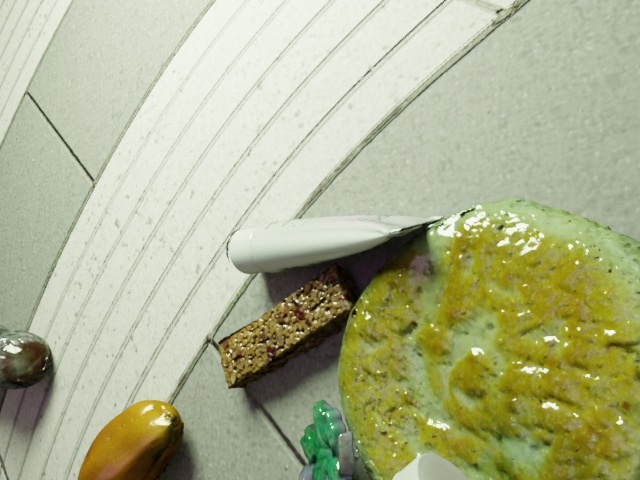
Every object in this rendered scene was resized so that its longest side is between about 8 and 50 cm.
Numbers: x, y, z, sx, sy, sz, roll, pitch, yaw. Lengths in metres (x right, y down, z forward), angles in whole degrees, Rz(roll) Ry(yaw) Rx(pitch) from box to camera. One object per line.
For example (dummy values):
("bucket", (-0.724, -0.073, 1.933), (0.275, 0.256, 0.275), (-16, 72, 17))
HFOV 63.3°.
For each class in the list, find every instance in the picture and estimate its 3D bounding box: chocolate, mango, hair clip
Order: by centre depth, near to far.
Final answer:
("hair clip", (0.019, 0.254, 0.496), (0.124, 0.052, 0.195), (-23, 69, 58))
("mango", (-0.235, 0.268, 0.663), (0.159, 0.084, 0.105), (-39, 42, 0))
("chocolate", (-0.552, 0.197, 0.887), (0.248, 0.110, 0.110), (-6, 77, 37))

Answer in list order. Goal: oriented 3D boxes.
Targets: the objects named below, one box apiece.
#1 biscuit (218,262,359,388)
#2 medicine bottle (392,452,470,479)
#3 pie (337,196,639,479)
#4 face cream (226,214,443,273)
("biscuit", (-0.040, 0.102, 0.583), (0.199, 0.034, 0.064), (-36, 62, 26))
("medicine bottle", (0.039, 0.249, 0.375), (0.186, 0.103, 0.102), (-48, 57, 15))
("pie", (0.143, 0.120, 0.430), (0.323, 0.071, 0.322), (-11, 72, 38))
("face cream", (0.000, 0.000, 0.550), (0.244, 0.092, 0.058), (-9, 96, 37))
